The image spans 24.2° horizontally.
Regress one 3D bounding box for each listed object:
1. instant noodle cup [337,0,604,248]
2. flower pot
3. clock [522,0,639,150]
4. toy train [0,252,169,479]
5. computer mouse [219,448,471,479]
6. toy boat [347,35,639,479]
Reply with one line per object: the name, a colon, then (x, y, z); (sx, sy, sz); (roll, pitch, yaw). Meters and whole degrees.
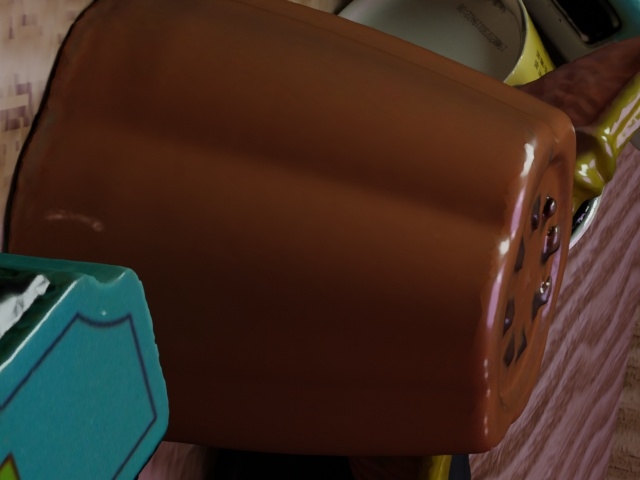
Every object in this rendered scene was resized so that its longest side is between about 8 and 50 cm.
instant noodle cup: (0.067, -0.061, 0.788); (0.151, 0.151, 0.122); (-68, 150, -27)
flower pot: (0.000, 0.000, 0.571); (0.190, 0.173, 0.191); (13, 90, -70)
clock: (0.142, -0.205, 0.832); (0.262, 0.116, 0.231); (48, 47, -15)
toy train: (-0.113, 0.090, 0.405); (0.198, 0.107, 0.154); (-54, 143, -51)
computer mouse: (0.010, 0.177, 0.804); (0.170, 0.100, 0.269); (-8, 96, -58)
toy boat: (0.085, 0.026, 0.691); (0.141, 0.099, 0.318); (-61, 175, -80)
